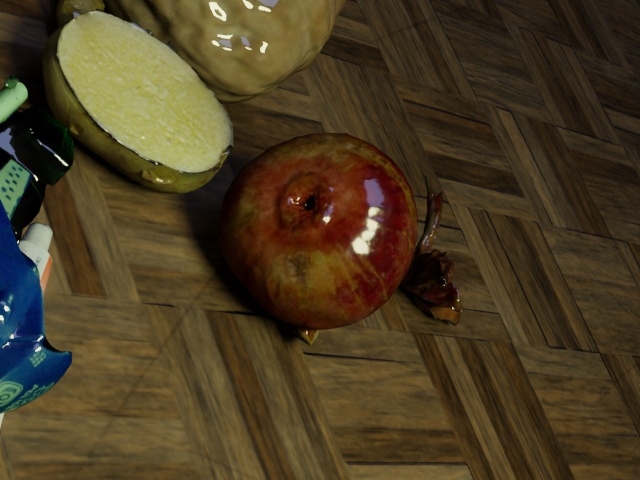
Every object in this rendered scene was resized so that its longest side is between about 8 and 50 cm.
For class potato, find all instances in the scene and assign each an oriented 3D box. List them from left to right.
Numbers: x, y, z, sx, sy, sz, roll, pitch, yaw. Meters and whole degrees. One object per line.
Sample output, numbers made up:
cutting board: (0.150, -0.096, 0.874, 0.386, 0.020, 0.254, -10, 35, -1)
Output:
potato: (-0.238, -0.229, 1.550, 0.047, 0.045, 0.092, 5, 41, -5)
potato: (-0.182, -0.121, 1.480, 0.200, 0.081, 0.164, 41, 40, -13)

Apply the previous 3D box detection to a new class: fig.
fig: (0.000, -0.002, 1.511, 0.205, 0.205, 0.205, 34, 35, -28)

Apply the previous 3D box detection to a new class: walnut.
walnut: (-0.092, -0.280, 1.620, 0.273, 0.227, 0.273, 40, 32, -31)

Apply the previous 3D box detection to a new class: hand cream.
hand cream: (-0.249, 0.066, 1.241, 0.052, 0.038, 0.216, 19, 44, -6)

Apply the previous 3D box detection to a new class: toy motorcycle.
toy motorcycle: (-0.263, 0.008, 1.146, 0.196, 0.125, 0.331, 42, 23, -24)

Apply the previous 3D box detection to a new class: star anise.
star anise: (0.124, 0.004, 1.716, 0.140, 0.144, 0.158, 32, -12, 27)
